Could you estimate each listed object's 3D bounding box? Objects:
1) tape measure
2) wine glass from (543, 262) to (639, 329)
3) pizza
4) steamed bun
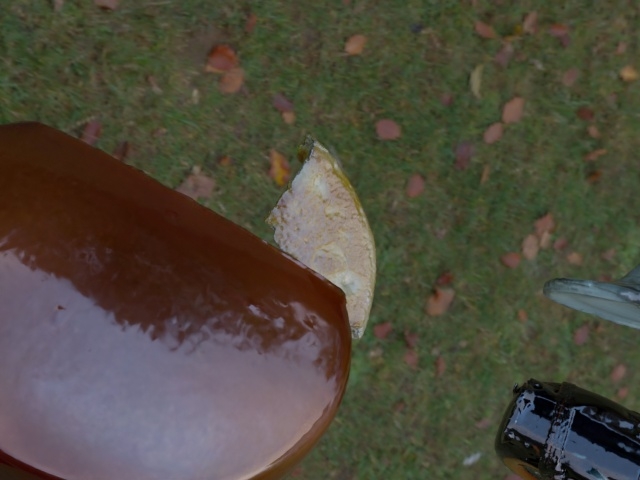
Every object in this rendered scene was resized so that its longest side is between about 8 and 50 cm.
[{"bbox_3d":[0.317,0.254,1.293,0.135,0.202,0.223,-62,164,-16],"label":"tape measure"},{"bbox_3d":[0.367,-0.114,1.019,0.267,0.267,0.406,19,84,-34],"label":"wine glass"},{"bbox_3d":[0.006,0.002,1.356,0.134,0.056,0.271,-27,101,-21],"label":"pizza"},{"bbox_3d":[-0.181,0.098,0.823,0.379,0.235,0.248,28,58,-5],"label":"steamed bun"}]
